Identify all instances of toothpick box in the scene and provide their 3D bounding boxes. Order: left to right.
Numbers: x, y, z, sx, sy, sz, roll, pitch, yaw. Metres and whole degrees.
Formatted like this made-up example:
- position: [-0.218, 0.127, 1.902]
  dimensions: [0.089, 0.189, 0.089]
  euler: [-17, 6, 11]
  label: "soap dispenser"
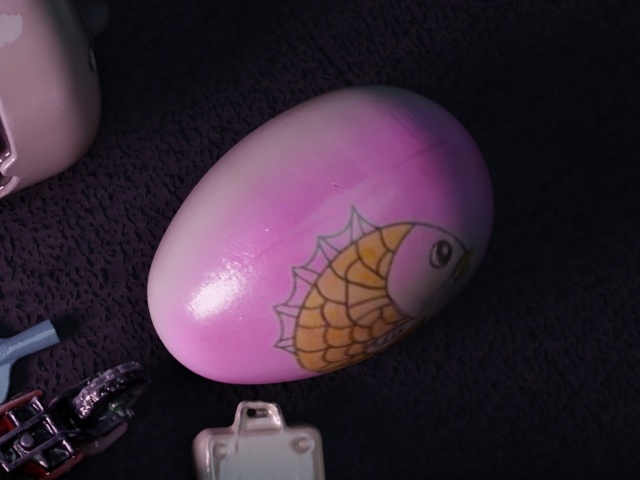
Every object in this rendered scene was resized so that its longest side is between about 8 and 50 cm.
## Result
- position: [-0.299, -0.116, 1.233]
  dimensions: [0.316, 0.229, 0.229]
  euler: [-24, 86, -16]
  label: "toothpick box"

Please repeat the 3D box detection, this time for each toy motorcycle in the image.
- position: [-0.215, 0.162, 1.248]
  dimensions: [0.213, 0.122, 0.082]
  euler: [-31, 81, -28]
  label: "toy motorcycle"

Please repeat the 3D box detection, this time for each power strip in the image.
- position: [-0.037, 0.289, 1.282]
  dimensions: [0.098, 0.058, 0.338]
  euler: [-3, 80, -13]
  label: "power strip"

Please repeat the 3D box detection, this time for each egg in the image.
- position: [0.000, 0.000, 1.277]
  dimensions: [0.271, 0.196, 0.196]
  euler: [-34, 88, 4]
  label: "egg"

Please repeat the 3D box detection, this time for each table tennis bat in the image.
- position: [-0.268, 0.098, 1.289]
  dimensions: [0.155, 0.019, 0.100]
  euler: [-25, 86, -13]
  label: "table tennis bat"
